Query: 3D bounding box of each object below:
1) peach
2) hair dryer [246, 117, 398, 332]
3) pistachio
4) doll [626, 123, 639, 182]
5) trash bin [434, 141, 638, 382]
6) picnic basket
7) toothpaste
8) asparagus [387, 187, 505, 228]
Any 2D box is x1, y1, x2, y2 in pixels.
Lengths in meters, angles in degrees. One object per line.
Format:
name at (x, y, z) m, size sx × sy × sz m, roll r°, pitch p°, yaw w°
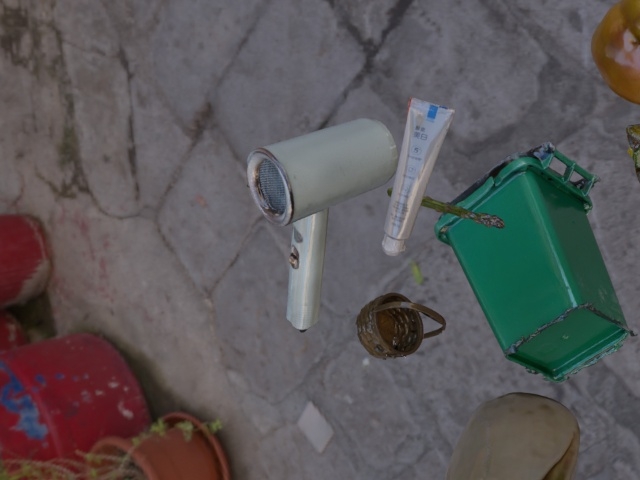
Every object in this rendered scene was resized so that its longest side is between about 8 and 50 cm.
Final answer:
peach at (0.343, -0.198, 0.834) m, size 0.138 × 0.138 × 0.138 m, roll 14°, pitch 110°, yaw 43°
hair dryer at (0.000, 0.000, 0.823) m, size 0.073 × 0.131 × 0.236 m, roll 41°, pitch 140°, yaw 39°
pistachio at (0.217, 0.263, 0.942) m, size 0.138 × 0.238 × 0.153 m, roll 41°, pitch 131°, yaw -3°
doll at (0.399, -0.097, 0.949) m, size 0.076 × 0.113 × 0.078 m, roll -21°, pitch 112°, yaw 5°
trash bin at (0.425, 0.042, 1.598) m, size 0.295 × 0.259 × 0.381 m, roll -41°, pitch 43°, yaw 29°
picnic basket at (0.082, 0.082, 0.831) m, size 0.083 × 0.072 × 0.072 m, roll -25°, pitch 82°, yaw 46°
toothpaste at (0.097, -0.063, 0.897) m, size 0.048 × 0.031 × 0.190 m, roll 17°, pitch 126°, yaw 6°
asparagus at (0.201, -0.055, 1.377) m, size 0.248 × 0.025 × 0.024 m, roll 21°, pitch 141°, yaw 47°
